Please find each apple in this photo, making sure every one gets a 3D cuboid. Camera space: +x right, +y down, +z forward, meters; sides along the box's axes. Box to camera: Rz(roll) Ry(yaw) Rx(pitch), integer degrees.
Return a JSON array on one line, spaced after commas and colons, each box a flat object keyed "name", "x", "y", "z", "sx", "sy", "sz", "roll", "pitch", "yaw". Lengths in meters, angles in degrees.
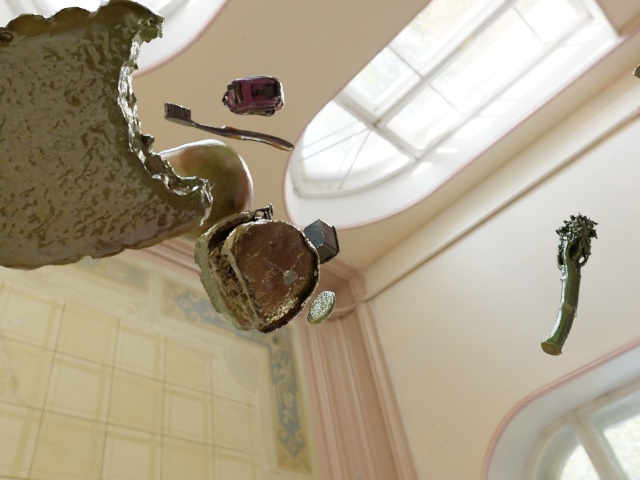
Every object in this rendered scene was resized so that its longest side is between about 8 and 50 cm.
[{"name": "apple", "x": -0.350, "y": -0.140, "z": 1.563, "sx": 0.319, "sy": 0.319, "sz": 0.277, "roll": -39, "pitch": -67, "yaw": -63}]

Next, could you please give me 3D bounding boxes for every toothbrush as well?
[{"name": "toothbrush", "x": -0.147, "y": -0.192, "z": 0.961, "sx": 0.321, "sy": 0.023, "sz": 0.031, "roll": 7, "pitch": -102, "yaw": -54}]

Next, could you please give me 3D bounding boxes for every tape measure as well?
[{"name": "tape measure", "x": -0.137, "y": -0.292, "z": 1.102, "sx": 0.118, "sy": 0.125, "sz": 0.074, "roll": -166, "pitch": 70, "yaw": -75}]

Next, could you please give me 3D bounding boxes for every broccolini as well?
[{"name": "broccolini", "x": 0.299, "y": 0.050, "z": 0.655, "sx": 0.054, "sy": 0.051, "sz": 0.239, "roll": 17, "pitch": -134, "yaw": 20}]

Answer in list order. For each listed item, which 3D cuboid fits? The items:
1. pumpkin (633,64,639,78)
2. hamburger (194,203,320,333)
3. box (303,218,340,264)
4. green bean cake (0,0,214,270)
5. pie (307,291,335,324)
[{"name": "pumpkin", "x": 0.705, "y": -0.335, "z": 0.860, "sx": 0.258, "sy": 0.290, "sz": 0.095, "roll": 23, "pitch": -126, "yaw": 9}, {"name": "hamburger", "x": -0.153, "y": 0.072, "z": 1.422, "sx": 0.277, "sy": 0.195, "sz": 0.317, "roll": -32, "pitch": -64, "yaw": -36}, {"name": "box", "x": 0.000, "y": 0.000, "z": 1.579, "sx": 0.069, "sy": 0.084, "sz": 0.122, "roll": 35, "pitch": -148, "yaw": -40}, {"name": "green bean cake", "x": -0.241, "y": -0.106, "z": 0.549, "sx": 0.124, "sy": 0.233, "sz": 0.236, "roll": -126, "pitch": 24, "yaw": -66}, {"name": "pie", "x": 0.002, "y": 0.140, "z": 1.131, "sx": 0.017, "sy": 0.085, "sz": 0.085, "roll": 43, "pitch": -152, "yaw": -22}]
